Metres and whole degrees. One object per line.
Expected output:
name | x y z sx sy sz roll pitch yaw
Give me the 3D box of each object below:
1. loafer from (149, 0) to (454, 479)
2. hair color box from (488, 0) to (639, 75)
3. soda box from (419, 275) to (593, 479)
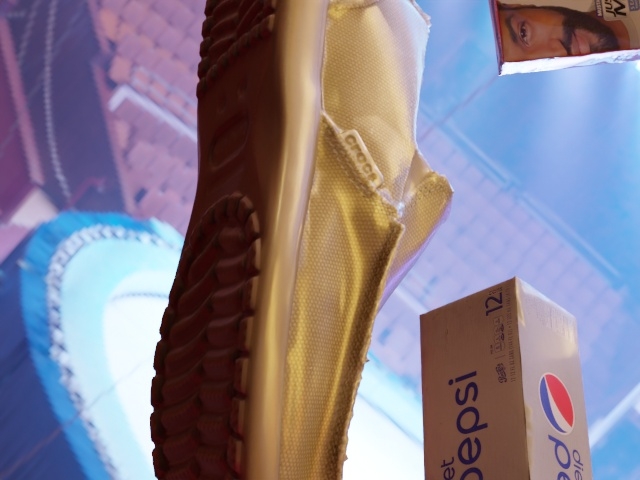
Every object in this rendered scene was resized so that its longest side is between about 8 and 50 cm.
loafer | 0.000 0.000 0.495 0.092 0.269 0.102 13 -15 -24
hair color box | 0.257 -0.223 1.307 0.053 0.167 0.093 81 2 -82
soda box | 0.139 0.179 0.963 0.091 0.098 0.286 30 47 -39
